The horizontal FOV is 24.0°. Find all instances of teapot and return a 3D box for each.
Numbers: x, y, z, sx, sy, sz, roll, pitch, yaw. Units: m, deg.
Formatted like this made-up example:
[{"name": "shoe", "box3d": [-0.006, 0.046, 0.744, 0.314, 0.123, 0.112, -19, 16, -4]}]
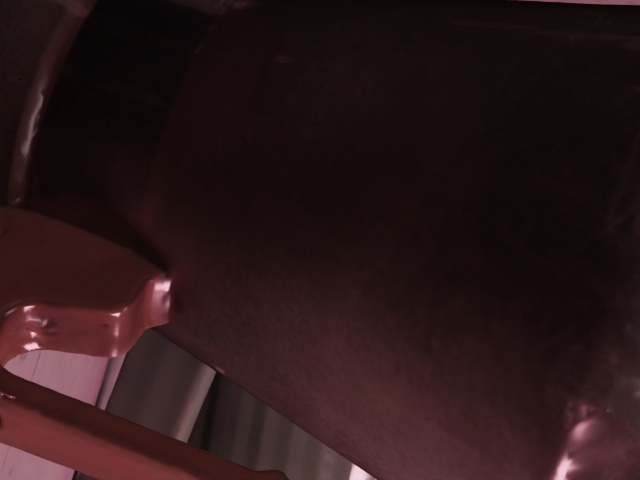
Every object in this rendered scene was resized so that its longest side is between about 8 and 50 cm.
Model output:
[{"name": "teapot", "box3d": [0.000, 0.000, 0.673, 0.300, 0.344, 0.253, -62, 165, -44]}]

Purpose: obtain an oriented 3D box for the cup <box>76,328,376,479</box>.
[{"name": "cup", "box3d": [0.014, 0.125, 1.150, 0.401, 0.310, 0.392, -59, 159, -61]}]
